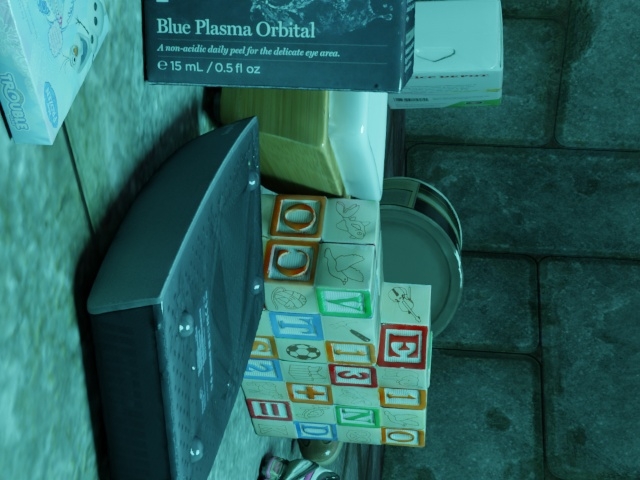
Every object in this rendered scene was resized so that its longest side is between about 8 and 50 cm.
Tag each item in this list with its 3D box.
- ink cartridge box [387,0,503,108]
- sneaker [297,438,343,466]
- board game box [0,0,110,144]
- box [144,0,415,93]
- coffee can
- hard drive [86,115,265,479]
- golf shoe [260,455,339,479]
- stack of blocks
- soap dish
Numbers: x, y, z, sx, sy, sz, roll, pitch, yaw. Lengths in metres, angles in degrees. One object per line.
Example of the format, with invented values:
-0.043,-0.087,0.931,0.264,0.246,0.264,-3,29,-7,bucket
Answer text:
0.196,-0.299,1.675,0.278,0.201,0.117,23,67,-80,ink cartridge box
-0.008,0.186,1.280,0.071,0.066,0.188,58,27,-48,sneaker
-0.117,-0.103,0.429,0.090,0.020,0.090,-80,170,-45,board game box
-0.021,-0.174,0.614,0.093,0.155,0.158,-60,152,-72,box
0.105,0.024,1.480,0.275,0.201,0.202,-58,150,-76,coffee can
-0.080,0.037,0.637,0.255,0.054,0.172,-74,166,-62,hard drive
-0.029,0.295,1.017,0.186,0.085,0.068,-77,169,-46,golf shoe
0.012,0.082,0.917,0.297,0.171,0.087,81,14,-55,stack of blocks
-0.006,-0.181,0.839,0.229,0.118,0.291,61,30,-77,soap dish
